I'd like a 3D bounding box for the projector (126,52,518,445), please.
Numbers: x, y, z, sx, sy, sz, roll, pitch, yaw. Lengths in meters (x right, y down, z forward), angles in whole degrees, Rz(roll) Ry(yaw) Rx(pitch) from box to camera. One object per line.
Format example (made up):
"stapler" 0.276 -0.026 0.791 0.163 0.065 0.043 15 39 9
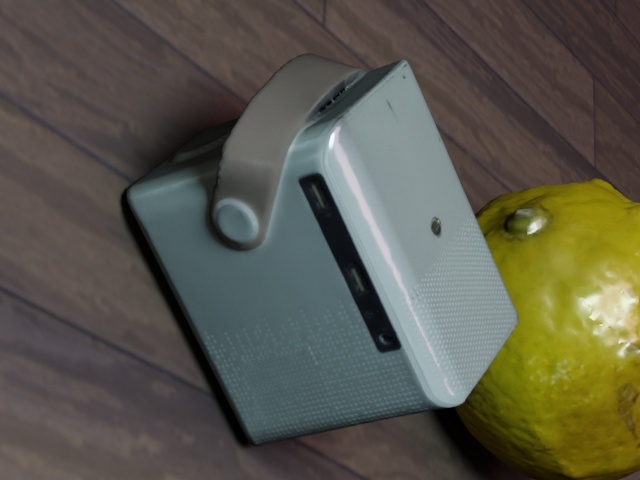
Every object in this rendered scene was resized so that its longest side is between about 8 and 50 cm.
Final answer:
"projector" 0.000 0.000 1.033 0.242 0.177 0.163 65 32 -16

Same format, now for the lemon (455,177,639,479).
"lemon" 0.206 0.080 1.260 0.288 0.233 0.233 59 36 -34
